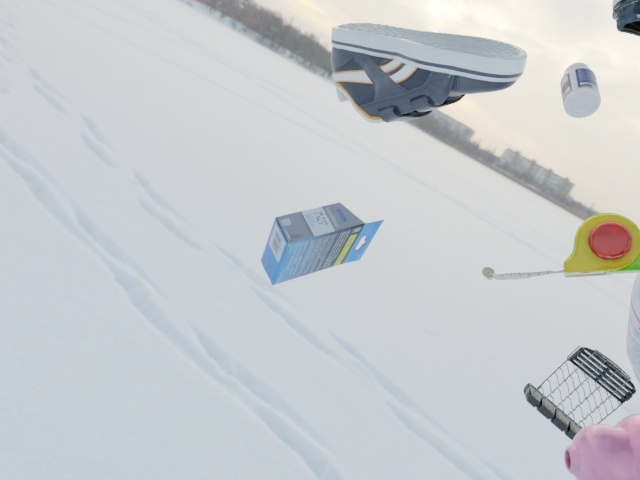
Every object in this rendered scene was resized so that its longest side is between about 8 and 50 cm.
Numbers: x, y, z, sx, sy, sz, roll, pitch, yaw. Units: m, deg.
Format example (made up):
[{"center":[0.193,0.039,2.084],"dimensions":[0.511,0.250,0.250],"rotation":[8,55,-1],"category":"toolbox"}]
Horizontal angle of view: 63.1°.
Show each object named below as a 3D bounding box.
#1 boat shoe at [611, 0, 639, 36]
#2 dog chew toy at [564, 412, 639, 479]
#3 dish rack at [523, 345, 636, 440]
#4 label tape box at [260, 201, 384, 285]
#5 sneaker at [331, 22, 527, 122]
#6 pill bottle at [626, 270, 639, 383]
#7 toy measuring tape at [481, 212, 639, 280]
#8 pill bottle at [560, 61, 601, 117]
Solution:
[{"center":[0.695,-0.425,1.020],"dimensions":[0.254,0.079,0.095],"rotation":[9,-14,-13],"category":"boat shoe"},{"center":[0.610,0.399,0.919],"dimensions":[0.331,0.207,0.206],"rotation":[1,14,7],"category":"dog chew toy"},{"center":[0.758,0.442,1.526],"dimensions":[0.208,0.272,0.074],"rotation":[41,24,14],"category":"dish rack"},{"center":[0.000,0.000,1.635],"dimensions":[0.333,0.241,0.106],"rotation":[-15,62,-28],"category":"label tape box"},{"center":[0.136,-0.226,0.731],"dimensions":[0.126,0.128,0.321],"rotation":[-18,33,-31],"category":"sneaker"},{"center":[0.567,0.148,0.807],"dimensions":[0.160,0.160,0.283],"rotation":[43,-8,41],"category":"pill bottle"},{"center":[0.481,0.012,1.003],"dimensions":[0.330,0.122,0.121],"rotation":[-6,3,22],"category":"toy measuring tape"},{"center":[0.521,-0.306,1.049],"dimensions":[0.067,0.067,0.120],"rotation":[26,48,-10],"category":"pill bottle"}]
